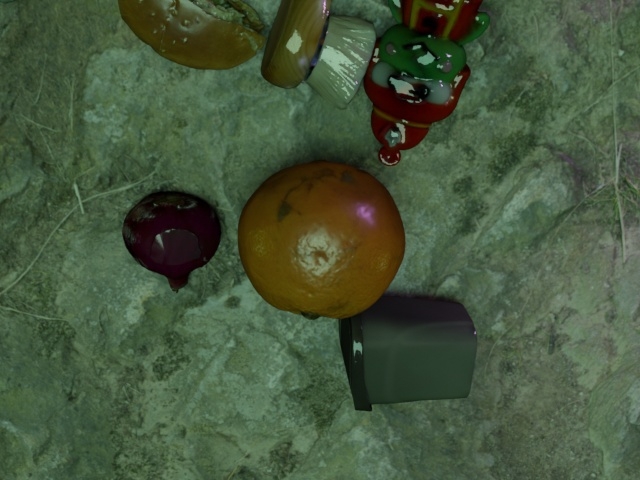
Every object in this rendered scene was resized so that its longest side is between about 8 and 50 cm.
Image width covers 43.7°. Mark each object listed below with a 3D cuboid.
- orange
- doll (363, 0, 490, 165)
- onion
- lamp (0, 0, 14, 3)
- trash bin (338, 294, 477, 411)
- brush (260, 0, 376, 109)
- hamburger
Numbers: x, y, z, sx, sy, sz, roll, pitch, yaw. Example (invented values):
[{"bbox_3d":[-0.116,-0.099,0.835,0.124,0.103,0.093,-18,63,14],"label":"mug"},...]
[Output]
[{"bbox_3d":[0.000,0.000,1.468,0.312,0.312,0.312,1,112,2],"label":"orange"},{"bbox_3d":[0.171,-0.299,1.422,0.182,0.160,0.363,19,114,3],"label":"doll"},{"bbox_3d":[-0.295,0.019,1.586,0.195,0.140,0.218,0,115,-6],"label":"onion"},{"bbox_3d":[-0.515,-0.480,1.410,0.193,0.106,0.106,-8,112,-4],"label":"lamp"},{"bbox_3d":[0.168,0.216,1.610,0.250,0.220,0.219,1,113,-6],"label":"trash bin"},{"bbox_3d":[0.009,-0.380,1.400,0.166,0.174,0.266,15,101,-14],"label":"brush"},{"bbox_3d":[-0.240,-0.391,1.408,0.283,0.144,0.156,32,110,-12],"label":"hamburger"}]
